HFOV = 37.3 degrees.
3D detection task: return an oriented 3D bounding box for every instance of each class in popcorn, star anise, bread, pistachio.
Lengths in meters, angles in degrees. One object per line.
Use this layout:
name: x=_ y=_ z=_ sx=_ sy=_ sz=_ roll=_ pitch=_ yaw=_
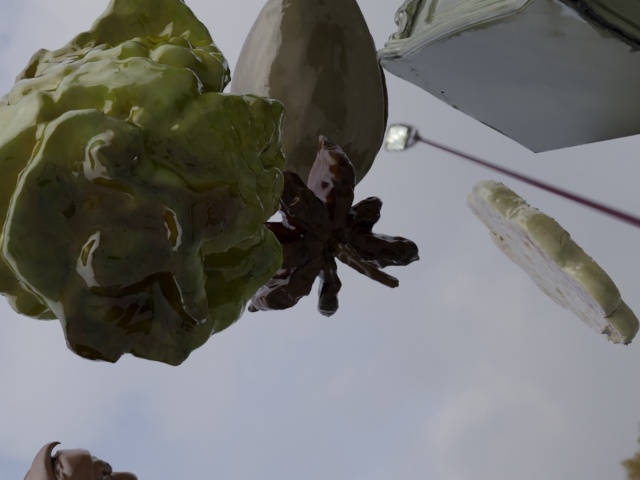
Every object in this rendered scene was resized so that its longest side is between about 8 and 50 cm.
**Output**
popcorn: x=-0.151 y=-0.041 z=0.786 sx=0.293 sy=0.237 sz=0.292 roll=-5 pitch=-70 yaw=-13
star anise: x=-0.002 y=-0.006 z=0.985 sx=0.213 sy=0.111 sz=0.196 roll=-16 pitch=-82 yaw=-8
bread: x=0.322 y=0.028 z=1.324 sx=0.054 sy=0.316 sz=0.316 roll=-45 pitch=-32 yaw=0
pistachio: x=-0.010 y=-0.180 z=1.167 sx=0.166 sy=0.197 sz=0.287 roll=-118 pitch=36 yaw=-87

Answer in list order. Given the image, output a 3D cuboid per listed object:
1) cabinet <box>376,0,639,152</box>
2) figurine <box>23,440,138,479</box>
cabinet: x=0.255 y=-0.288 z=0.909 sx=0.228 sy=0.290 sz=0.317 roll=24 pitch=-101 yaw=-22
figurine: x=-0.196 y=0.232 z=0.791 sx=0.126 sy=0.114 sz=0.157 roll=-44 pitch=-66 yaw=-15
